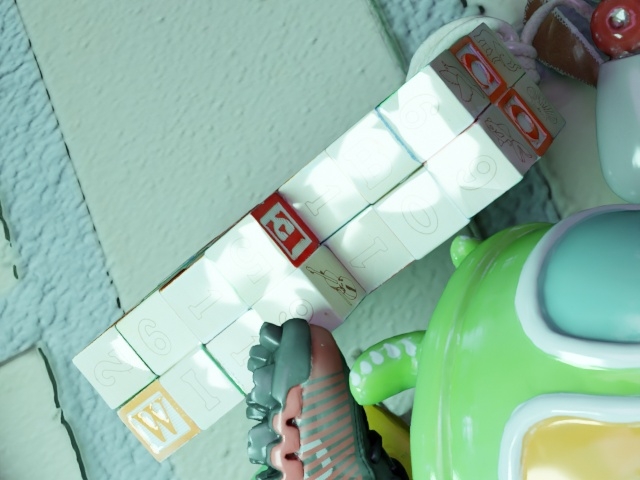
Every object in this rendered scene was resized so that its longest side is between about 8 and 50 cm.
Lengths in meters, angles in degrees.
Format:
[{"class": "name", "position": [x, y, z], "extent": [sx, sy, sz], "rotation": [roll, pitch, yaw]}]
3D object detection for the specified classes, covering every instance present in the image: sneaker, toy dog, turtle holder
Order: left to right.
[{"class": "sneaker", "position": [0.030, 0.171, 0.875], "extent": [0.135, 0.097, 0.276], "rotation": [-10, 101, 1]}, {"class": "toy dog", "position": [0.200, -0.198, 1.040], "extent": [0.220, 0.161, 0.334], "rotation": [12, 94, 17]}, {"class": "turtle holder", "position": [0.196, 0.097, 0.814], "extent": [0.227, 0.320, 0.243], "rotation": [-13, 81, 37]}]

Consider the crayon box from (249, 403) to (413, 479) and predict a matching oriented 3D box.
[{"class": "crayon box", "position": [0.054, 0.254, 0.976], "extent": [0.323, 0.083, 0.203], "rotation": [40, 90, 23]}]

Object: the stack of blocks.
[{"class": "stack of blocks", "position": [0.000, 0.000, 0.953], "extent": [0.297, 0.171, 0.087], "rotation": [-38, 93, 28]}]
